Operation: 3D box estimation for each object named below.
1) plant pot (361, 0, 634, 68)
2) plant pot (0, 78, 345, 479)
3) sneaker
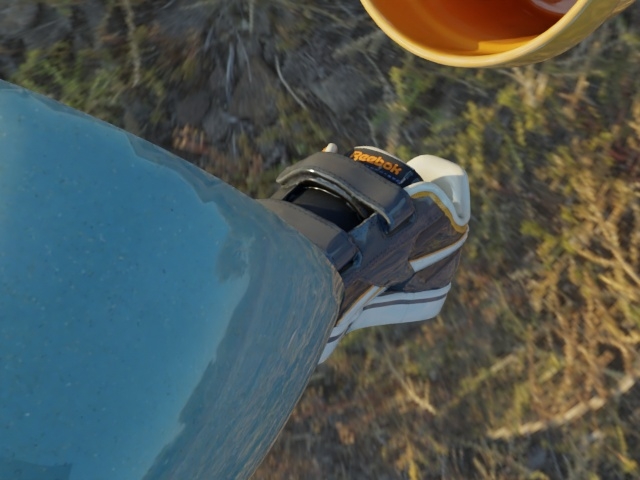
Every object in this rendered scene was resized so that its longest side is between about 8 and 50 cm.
[{"bbox_3d":[0.150,-0.220,0.991,0.205,0.188,0.205,2,94,33],"label":"plant pot"},{"bbox_3d":[-0.157,0.068,0.559,0.290,0.290,0.195,20,75,-7],"label":"plant pot"},{"bbox_3d":[0.000,0.000,0.989,0.126,0.321,0.127,27,111,26],"label":"sneaker"}]
